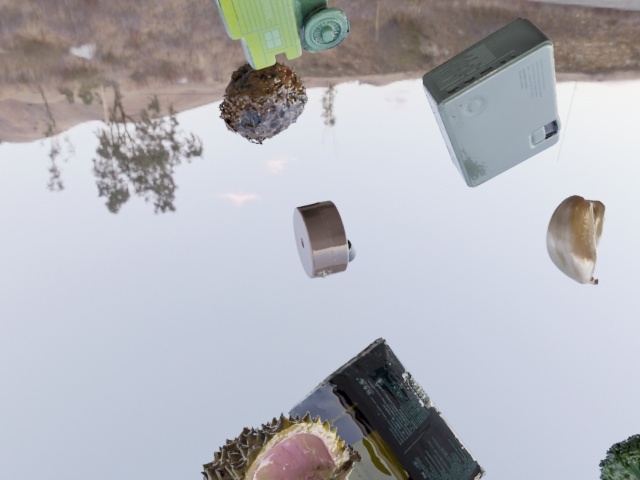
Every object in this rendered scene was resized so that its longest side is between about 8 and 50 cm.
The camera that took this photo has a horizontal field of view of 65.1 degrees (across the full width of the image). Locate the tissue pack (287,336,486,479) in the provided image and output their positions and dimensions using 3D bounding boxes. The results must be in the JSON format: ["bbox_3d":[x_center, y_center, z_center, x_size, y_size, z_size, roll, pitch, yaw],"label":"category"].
[{"bbox_3d":[0.163,0.493,1.239,0.416,0.253,0.264,50,-143,14],"label":"tissue pack"}]

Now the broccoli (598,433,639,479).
[{"bbox_3d":[0.741,0.555,1.133,0.194,0.220,0.194,20,-159,-8],"label":"broccoli"}]

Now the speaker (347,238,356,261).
[{"bbox_3d":[0.061,0.021,1.519,0.060,0.075,0.094,-47,-122,-9],"label":"speaker"}]

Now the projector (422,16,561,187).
[{"bbox_3d":[0.299,-0.227,0.862,0.192,0.256,0.099,-28,-126,13],"label":"projector"}]

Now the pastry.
[{"bbox_3d":[-0.171,-0.406,1.446,0.275,0.275,0.193,-27,-100,-48],"label":"pastry"}]

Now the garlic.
[{"bbox_3d":[0.647,-0.001,1.287,0.217,0.228,0.110,8,171,-42],"label":"garlic"}]

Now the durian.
[{"bbox_3d":[-0.114,0.400,0.866,0.305,0.185,0.195,-41,-155,-19],"label":"durian"}]

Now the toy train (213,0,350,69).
[{"bbox_3d":[-0.098,-0.543,1.018,0.272,0.442,0.179,-17,-116,-1],"label":"toy train"}]

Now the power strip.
[{"bbox_3d":[0.000,0.000,1.003,0.078,0.154,0.154,-12,-153,-14],"label":"power strip"}]
